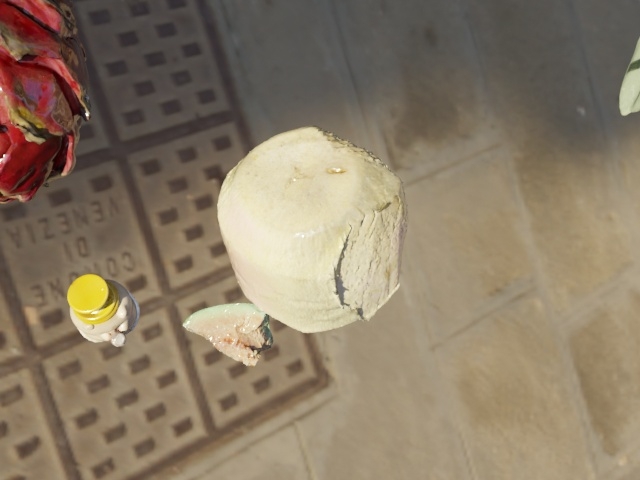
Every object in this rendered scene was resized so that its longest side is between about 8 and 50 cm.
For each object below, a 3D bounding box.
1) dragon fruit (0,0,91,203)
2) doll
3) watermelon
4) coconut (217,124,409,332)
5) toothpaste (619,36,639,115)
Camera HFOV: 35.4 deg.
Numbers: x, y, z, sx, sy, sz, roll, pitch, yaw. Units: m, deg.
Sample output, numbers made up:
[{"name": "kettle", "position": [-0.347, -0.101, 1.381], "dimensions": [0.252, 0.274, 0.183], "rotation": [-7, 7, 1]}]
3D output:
[{"name": "dragon fruit", "position": [-0.423, -0.190, 1.182], "dimensions": [0.329, 0.329, 0.329], "rotation": [5, 82, -39]}, {"name": "doll", "position": [-0.241, 0.089, 1.144], "dimensions": [0.073, 0.127, 0.084], "rotation": [-32, 67, -7]}, {"name": "watermelon", "position": [-0.140, 0.139, 1.621], "dimensions": [0.155, 0.101, 0.080], "rotation": [23, 43, -8]}, {"name": "coconut", "position": [0.000, 0.000, 0.582], "dimensions": [0.110, 0.110, 0.124], "rotation": [-64, 156, -25]}, {"name": "toothpaste", "position": [0.235, -0.129, 0.553], "dimensions": [0.037, 0.255, 0.067], "rotation": [21, 79, -9]}]
